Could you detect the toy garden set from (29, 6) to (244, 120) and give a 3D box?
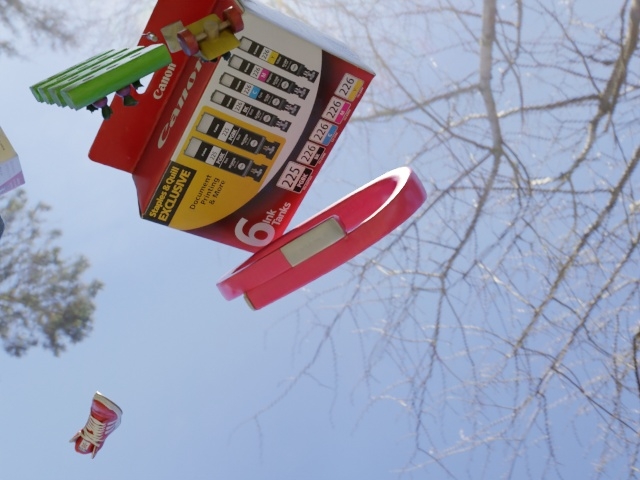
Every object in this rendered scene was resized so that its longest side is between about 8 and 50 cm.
[{"bbox_3d":[-0.207,-0.194,0.863,0.204,0.049,0.244,-32,-155,-19],"label":"toy garden set"}]

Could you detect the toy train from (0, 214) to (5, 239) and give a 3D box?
[{"bbox_3d":[-0.447,0.026,0.794,0.142,0.190,0.333,-1,-135,6],"label":"toy train"}]

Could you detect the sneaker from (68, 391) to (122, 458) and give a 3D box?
[{"bbox_3d":[-0.294,0.243,0.993,0.042,0.118,0.067,33,-120,10],"label":"sneaker"}]

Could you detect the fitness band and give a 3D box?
[{"bbox_3d":[0.000,0.000,0.951,0.291,0.209,0.054,-29,-84,26],"label":"fitness band"}]

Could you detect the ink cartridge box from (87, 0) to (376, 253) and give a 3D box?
[{"bbox_3d":[-0.128,-0.163,1.032,0.309,0.272,0.130,-59,-148,21],"label":"ink cartridge box"}]

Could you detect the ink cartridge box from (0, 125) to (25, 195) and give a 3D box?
[{"bbox_3d":[-0.320,-0.049,0.625,0.135,0.099,0.056,-32,-89,-20],"label":"ink cartridge box"}]
